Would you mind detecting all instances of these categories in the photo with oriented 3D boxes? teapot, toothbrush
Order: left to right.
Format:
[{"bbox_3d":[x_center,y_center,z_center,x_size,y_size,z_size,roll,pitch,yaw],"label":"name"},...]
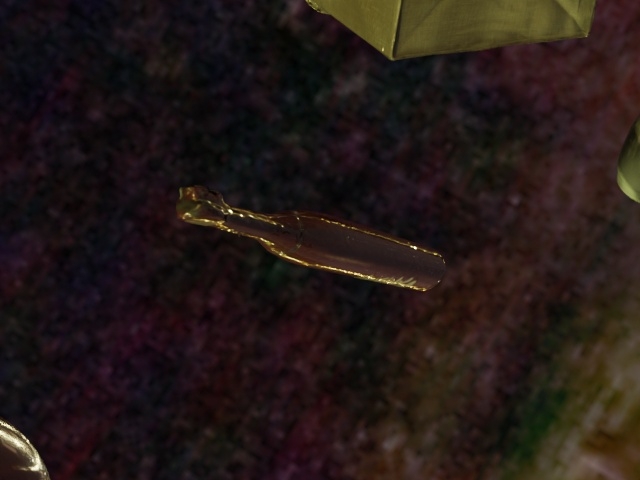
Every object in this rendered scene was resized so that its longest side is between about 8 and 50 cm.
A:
[{"bbox_3d":[0.000,0.001,1.127,0.041,0.041,0.364,-62,154,7],"label":"toothbrush"},{"bbox_3d":[0.386,-0.106,1.816,0.149,0.111,0.108,-25,132,-34],"label":"teapot"}]

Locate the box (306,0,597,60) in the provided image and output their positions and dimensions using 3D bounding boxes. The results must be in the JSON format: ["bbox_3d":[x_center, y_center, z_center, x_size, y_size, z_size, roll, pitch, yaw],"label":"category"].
[{"bbox_3d":[0.125,-0.264,1.544,0.231,0.149,0.155,-9,123,-32],"label":"box"}]

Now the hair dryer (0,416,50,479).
[{"bbox_3d":[-0.184,0.226,1.262,0.123,0.340,0.313,-50,159,-27],"label":"hair dryer"}]
